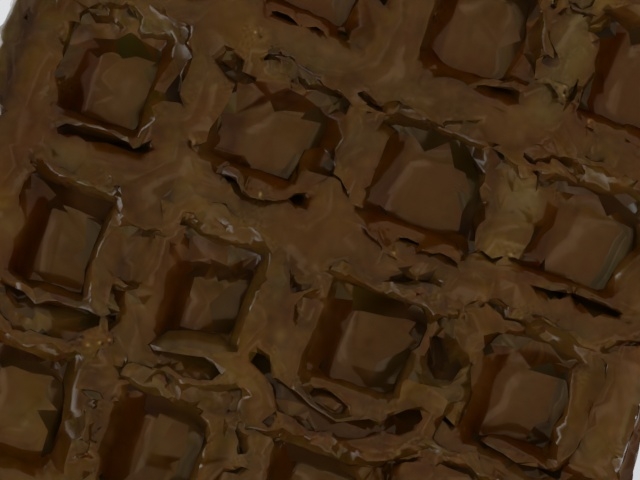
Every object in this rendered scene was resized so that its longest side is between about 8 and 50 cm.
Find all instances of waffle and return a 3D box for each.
[{"bbox_3d":[0.000,0.000,0.494,0.213,0.091,0.308,19,-89,3],"label":"waffle"}]
